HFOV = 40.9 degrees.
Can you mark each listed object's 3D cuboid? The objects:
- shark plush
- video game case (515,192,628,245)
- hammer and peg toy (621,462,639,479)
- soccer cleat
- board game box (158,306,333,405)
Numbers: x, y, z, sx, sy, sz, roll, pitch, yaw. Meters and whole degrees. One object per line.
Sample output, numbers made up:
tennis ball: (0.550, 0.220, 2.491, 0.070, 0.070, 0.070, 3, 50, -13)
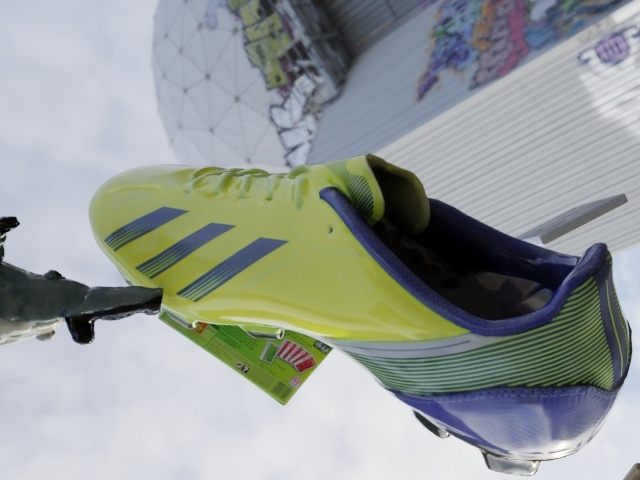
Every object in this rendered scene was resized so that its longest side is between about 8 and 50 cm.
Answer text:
shark plush: (-0.159, 0.018, 0.404, 0.073, 0.161, 0.067, -33, -46, -73)
video game case: (0.230, -0.016, 0.816, 0.011, 0.087, 0.122, 64, 177, 2)
hammer and peg toy: (0.218, 0.341, 0.730, 0.127, 0.265, 0.361, 18, -171, -3)
soccer cleat: (0.001, 0.000, 0.395, 0.093, 0.289, 0.121, -40, -41, -38)
board game box: (-0.084, 0.099, 0.983, 0.181, 0.092, 0.043, 38, -173, -16)
